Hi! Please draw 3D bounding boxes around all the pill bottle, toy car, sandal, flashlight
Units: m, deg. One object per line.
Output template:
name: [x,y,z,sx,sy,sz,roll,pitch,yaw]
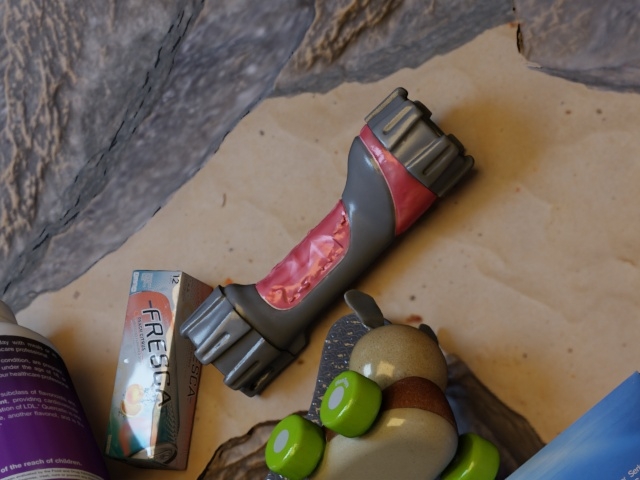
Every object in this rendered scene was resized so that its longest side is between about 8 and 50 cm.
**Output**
pill bottle: [-0.297,0.202,1.691,0.181,0.181,0.323,-38,49,12]
toy car: [0.055,0.129,1.566,0.149,0.155,0.188,-41,31,36]
sandal: [0.017,0.190,1.635,0.097,0.054,0.254,17,73,23]
flashlight: [0.000,0.000,1.668,0.304,0.103,0.103,-43,61,8]

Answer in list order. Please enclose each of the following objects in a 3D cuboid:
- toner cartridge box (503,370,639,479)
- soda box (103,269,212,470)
toner cartridge box: [0.178,0.280,1.481,0.348,0.075,0.165,-42,44,10]
soda box: [-0.152,0.121,1.731,0.058,0.063,0.183,0,74,27]
